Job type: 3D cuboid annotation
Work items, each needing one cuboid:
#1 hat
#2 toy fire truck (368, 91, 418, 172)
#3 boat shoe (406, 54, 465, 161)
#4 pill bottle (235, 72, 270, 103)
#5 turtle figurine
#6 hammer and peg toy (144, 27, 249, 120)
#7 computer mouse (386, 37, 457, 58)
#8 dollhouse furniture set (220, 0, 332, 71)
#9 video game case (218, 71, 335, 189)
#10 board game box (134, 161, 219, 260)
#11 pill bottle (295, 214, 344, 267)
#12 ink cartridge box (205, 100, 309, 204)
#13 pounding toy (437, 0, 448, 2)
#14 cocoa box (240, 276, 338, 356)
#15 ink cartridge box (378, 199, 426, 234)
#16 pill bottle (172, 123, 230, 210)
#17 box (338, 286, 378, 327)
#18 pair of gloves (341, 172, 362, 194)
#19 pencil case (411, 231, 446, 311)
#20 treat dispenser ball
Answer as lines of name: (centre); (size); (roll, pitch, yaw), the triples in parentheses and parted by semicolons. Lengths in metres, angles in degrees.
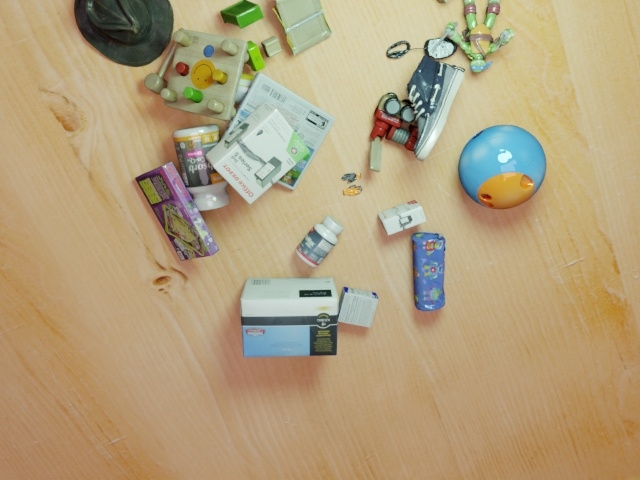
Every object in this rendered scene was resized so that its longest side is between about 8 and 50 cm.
hat: (-0.646, -0.731, 1.706); (0.330, 0.134, 0.332); (-1, 105, -3)
toy fire truck: (0.269, -0.359, 1.859); (0.216, 0.159, 0.247); (22, 116, -9)
boat shoe: (0.334, -0.433, 1.725); (0.158, 0.127, 0.341); (24, 78, -2)
pill bottle: (-0.259, -0.513, 1.802); (0.183, 0.103, 0.103); (9, 106, -5)
turtle figurine: (0.517, -0.700, 1.717); (0.274, 0.197, 0.267); (5, 89, -45)
hammer and peg toy: (-0.416, -0.550, 1.707); (0.361, 0.127, 0.266); (18, 97, 20)
computer mouse: (0.348, -0.657, 1.827); (0.241, 0.041, 0.071); (-1, 101, 5)
dollhouse furniture set: (-0.143, -0.722, 1.768); (0.301, 0.151, 0.198); (-31, 127, -11)
video game case: (-0.150, -0.363, 1.819); (0.328, 0.036, 0.300); (23, 105, -35)
board game box: (-0.508, -0.094, 1.878); (0.056, 0.208, 0.347); (-38, 111, -37)
pill bottle: (0.000, 0.000, 1.960); (0.108, 0.108, 0.180); (37, 101, -12)
ink cartridge box: (-0.206, -0.284, 1.740); (0.273, 0.115, 0.198); (-42, 128, 0)
pounding toy: (0.401, -0.883, 1.740); (0.130, 0.100, 0.141); (-45, 114, 10)
cocoa box: (-0.112, 0.281, 1.971); (0.346, 0.231, 0.228); (-1, 107, -2)
ink cartridge box: (0.297, -0.085, 1.948); (0.150, 0.109, 0.063); (-20, 109, 3)
pill bottle: (-0.405, -0.254, 1.839); (0.162, 0.162, 0.279); (-10, 106, 0)
box: (0.141, 0.258, 2.059); (0.137, 0.072, 0.126); (12, 106, -7)
pair of gloves: (0.116, -0.208, 1.955); (0.074, 0.010, 0.084); (-8, 106, 0)
pencil case: (0.414, 0.112, 2.006); (0.133, 0.119, 0.307); (-8, 106, -11)
treat dispenser ball: (0.620, -0.251, 1.822); (0.287, 0.288, 0.289); (-1, 106, -2)
